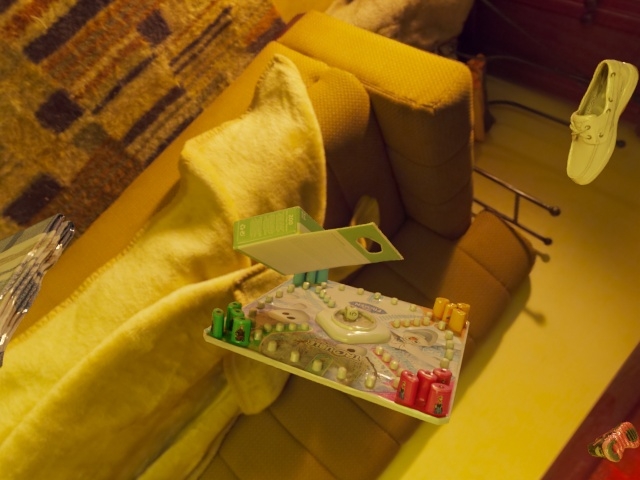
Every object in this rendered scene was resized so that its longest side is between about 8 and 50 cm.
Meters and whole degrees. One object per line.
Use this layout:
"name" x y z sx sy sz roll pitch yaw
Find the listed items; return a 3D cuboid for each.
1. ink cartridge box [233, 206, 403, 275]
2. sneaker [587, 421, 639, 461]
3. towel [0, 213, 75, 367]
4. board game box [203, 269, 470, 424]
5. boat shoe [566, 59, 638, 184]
"ink cartridge box" 0.000 0.000 0.748 0.171 0.235 0.056 39 44 -58
"sneaker" 0.545 0.374 0.848 0.119 0.047 0.057 -8 160 -31
"towel" -0.381 0.076 0.471 0.209 0.285 0.034 -25 120 -2
"board game box" 0.061 0.142 0.820 0.390 0.390 0.050 -26 128 -66
"boat shoe" 0.617 -0.269 1.038 0.096 0.098 0.277 7 104 -21
